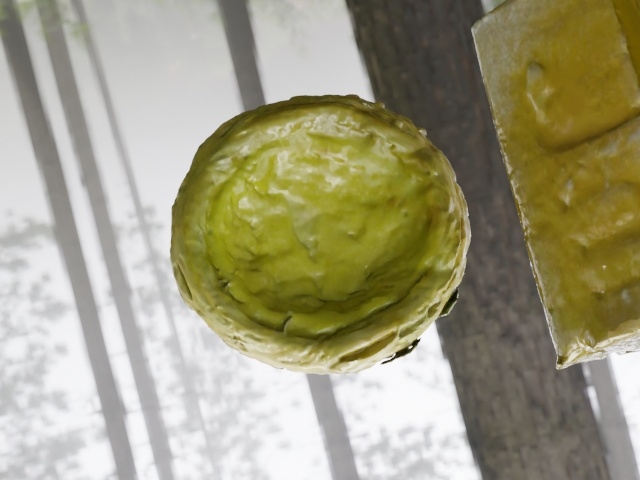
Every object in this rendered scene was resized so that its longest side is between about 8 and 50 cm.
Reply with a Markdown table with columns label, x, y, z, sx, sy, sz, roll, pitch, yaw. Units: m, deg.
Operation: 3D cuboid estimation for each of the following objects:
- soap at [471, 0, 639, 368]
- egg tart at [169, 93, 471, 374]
| label | x | y | z | sx | sy | sz | roll | pitch | yaw |
| --- | --- | --- | --- | --- | --- | --- | --- | --- | --- |
| soap | 0.259 | -0.074 | 0.981 | 0.143 | 0.281 | 0.259 | 2 | 158 | -45 |
| egg tart | 0.000 | 0.000 | 1.516 | 0.345 | 0.345 | 0.132 | -14 | 159 | -11 |
